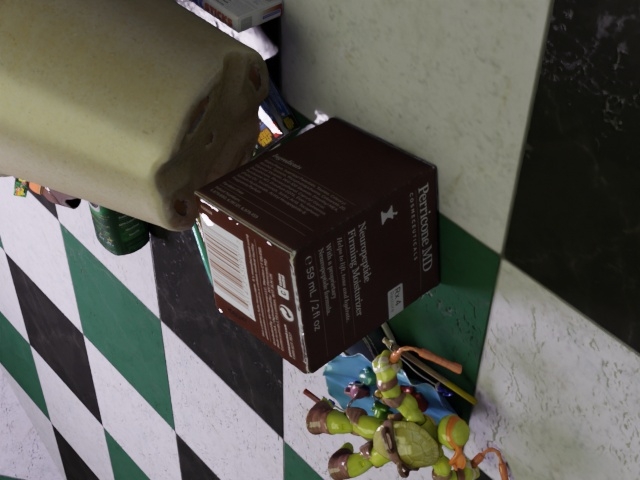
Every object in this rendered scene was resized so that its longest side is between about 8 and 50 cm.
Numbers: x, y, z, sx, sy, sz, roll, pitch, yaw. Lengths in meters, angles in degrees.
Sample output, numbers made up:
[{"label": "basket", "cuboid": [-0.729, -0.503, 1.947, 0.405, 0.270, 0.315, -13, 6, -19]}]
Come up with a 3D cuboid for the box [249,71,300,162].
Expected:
[{"label": "box", "cuboid": [-0.085, -0.155, 1.303, 0.094, 0.027, 0.137, 61, 151, -2]}]

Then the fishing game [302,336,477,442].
[{"label": "fishing game", "cuboid": [0.083, 0.210, 1.315, 0.189, 0.041, 0.264, 38, 147, -10]}]

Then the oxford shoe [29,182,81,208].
[{"label": "oxford shoe", "cuboid": [-0.435, -0.136, 1.819, 0.098, 0.097, 0.271, 37, 154, -2]}]

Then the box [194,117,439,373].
[{"label": "box", "cuboid": [0.000, 0.000, 1.136, 0.167, 0.203, 0.168, 31, 141, 40]}]

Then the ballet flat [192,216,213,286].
[{"label": "ballet flat", "cuboid": [-0.142, -0.066, 1.382, 0.348, 0.123, 0.123, 64, 151, 2]}]

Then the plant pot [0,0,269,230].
[{"label": "plant pot", "cuboid": [-0.241, -0.169, 1.193, 0.306, 0.334, 0.333, 27, 141, 16]}]

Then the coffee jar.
[{"label": "coffee jar", "cuboid": [-0.341, -0.071, 1.721, 0.096, 0.079, 0.184, 37, 145, 39]}]

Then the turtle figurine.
[{"label": "turtle figurine", "cuboid": [0.100, 0.244, 1.242, 0.217, 0.087, 0.269, -14, 123, 37]}]

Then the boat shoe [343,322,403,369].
[{"label": "boat shoe", "cuboid": [0.010, 0.084, 1.326, 0.254, 0.079, 0.095, 58, 143, -3]}]

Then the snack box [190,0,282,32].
[{"label": "snack box", "cuboid": [-0.124, -0.292, 1.196, 0.178, 0.064, 0.022, 39, 144, 32]}]

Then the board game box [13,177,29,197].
[{"label": "board game box", "cuboid": [-0.515, -0.191, 1.856, 0.259, 0.030, 0.136, 130, 147, -59]}]
